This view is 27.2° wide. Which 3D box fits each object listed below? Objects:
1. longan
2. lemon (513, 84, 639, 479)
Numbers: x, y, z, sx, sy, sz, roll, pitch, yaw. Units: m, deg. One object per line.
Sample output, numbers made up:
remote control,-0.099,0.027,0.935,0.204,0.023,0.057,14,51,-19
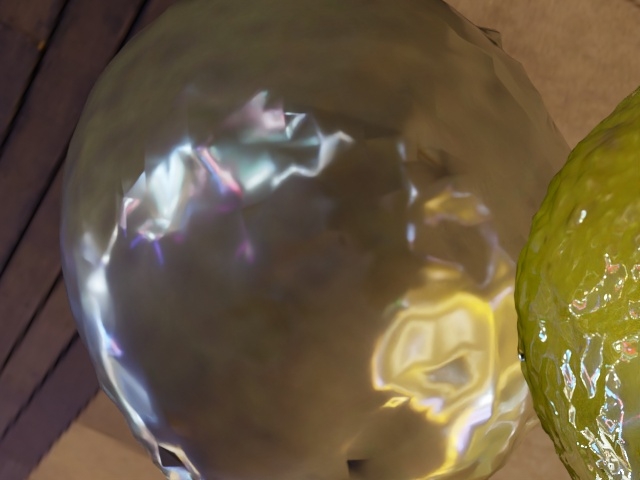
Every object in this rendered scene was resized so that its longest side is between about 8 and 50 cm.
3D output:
longan,0.003,-0.005,0.986,0.404,0.436,0.404,-6,124,-8
lemon,0.222,0.043,0.518,0.322,0.268,0.268,46,168,46
